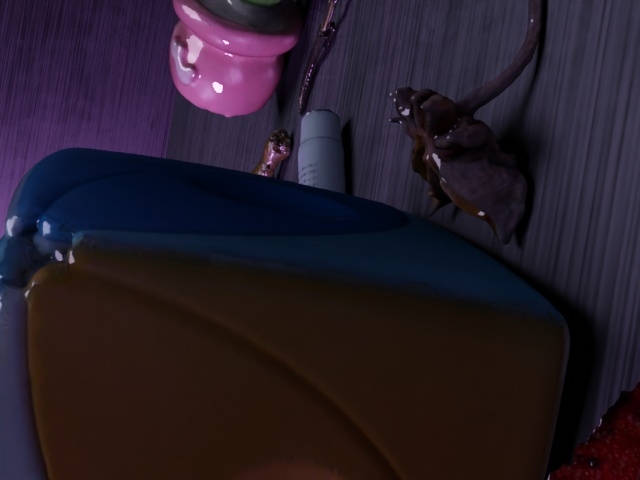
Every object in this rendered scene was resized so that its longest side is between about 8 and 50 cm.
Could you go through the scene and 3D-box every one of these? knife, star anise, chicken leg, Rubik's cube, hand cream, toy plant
[{"bbox_3d":[0.000,-0.275,1.101,0.045,0.021,0.222,-97,21,-44],"label":"knife"},{"bbox_3d":[0.144,-0.138,0.612,0.227,0.218,0.148,-40,-16,-2],"label":"star anise"},{"bbox_3d":[-0.099,-0.090,1.240,0.198,0.069,0.085,-63,25,26],"label":"chicken leg"},{"bbox_3d":[-0.071,0.134,0.584,0.351,0.352,0.347,-141,62,-67],"label":"Rubik's cube"},{"bbox_3d":[0.000,0.000,0.903,0.085,0.058,0.331,134,142,-57],"label":"hand cream"},{"bbox_3d":[-0.103,-0.363,1.210,0.317,0.210,0.356,48,130,24],"label":"toy plant"}]

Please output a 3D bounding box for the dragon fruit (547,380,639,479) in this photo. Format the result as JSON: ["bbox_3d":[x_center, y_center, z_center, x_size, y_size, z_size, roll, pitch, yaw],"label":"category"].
[{"bbox_3d":[0.155,0.151,0.356,0.161,0.120,0.127,-56,-25,-3],"label":"dragon fruit"}]
